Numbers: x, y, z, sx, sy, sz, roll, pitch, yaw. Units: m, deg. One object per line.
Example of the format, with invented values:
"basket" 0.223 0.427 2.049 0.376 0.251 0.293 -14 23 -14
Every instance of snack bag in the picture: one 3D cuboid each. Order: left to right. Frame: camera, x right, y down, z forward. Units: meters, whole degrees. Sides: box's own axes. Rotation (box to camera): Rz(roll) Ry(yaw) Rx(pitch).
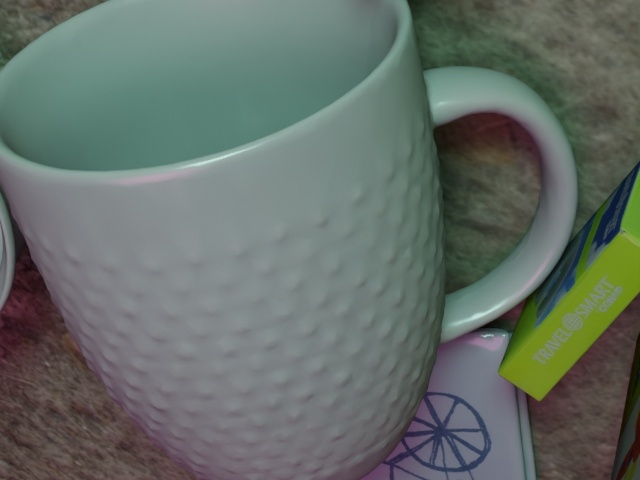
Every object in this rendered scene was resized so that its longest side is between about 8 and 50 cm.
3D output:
"snack bag" 0.030 0.205 1.024 0.342 0.037 0.323 0 121 23

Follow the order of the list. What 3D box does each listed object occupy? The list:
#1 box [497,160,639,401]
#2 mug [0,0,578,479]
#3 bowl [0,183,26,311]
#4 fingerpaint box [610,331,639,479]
"box" 0.197 0.022 0.779 0.042 0.109 0.178 33 129 2
"mug" 0.000 0.000 0.777 0.374 0.276 0.328 -16 125 -3
"bowl" -0.361 -0.062 0.949 0.298 0.134 0.298 11 125 16
"fingerpaint box" 0.292 0.030 0.578 0.163 0.371 0.445 19 127 11
